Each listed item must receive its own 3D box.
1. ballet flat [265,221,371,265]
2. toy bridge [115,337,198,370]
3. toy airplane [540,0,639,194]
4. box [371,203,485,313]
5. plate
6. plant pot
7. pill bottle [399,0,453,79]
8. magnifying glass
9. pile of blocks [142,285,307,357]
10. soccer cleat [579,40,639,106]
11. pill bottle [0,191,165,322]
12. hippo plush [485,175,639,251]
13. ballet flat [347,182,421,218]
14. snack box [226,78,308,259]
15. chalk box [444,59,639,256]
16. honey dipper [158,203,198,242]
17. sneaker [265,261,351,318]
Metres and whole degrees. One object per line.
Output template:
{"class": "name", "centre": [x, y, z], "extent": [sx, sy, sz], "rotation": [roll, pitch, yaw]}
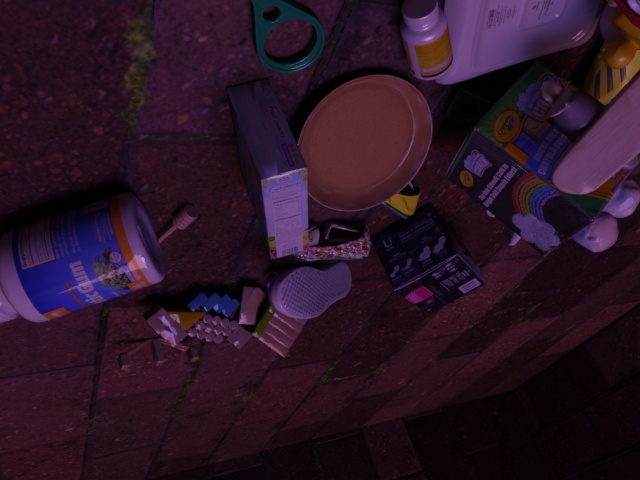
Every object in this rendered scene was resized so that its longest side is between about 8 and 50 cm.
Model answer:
{"class": "ballet flat", "centre": [0.000, 0.000, 1.208], "extent": [0.241, 0.091, 0.077], "rotation": [-5, 117, -34]}
{"class": "toy bridge", "centre": [-0.379, 0.258, 1.385], "extent": [0.188, 0.063, 0.026], "rotation": [1, 143, -37]}
{"class": "toy airplane", "centre": [0.486, -0.268, 0.784], "extent": [0.386, 0.272, 0.384], "rotation": [-11, 116, -6]}
{"class": "box", "centre": [0.251, 0.048, 1.365], "extent": [0.163, 0.142, 0.247], "rotation": [-32, 150, 16]}
{"class": "plate", "centre": [0.307, -0.346, 0.849], "extent": [0.278, 0.045, 0.277], "rotation": [-18, 151, -6]}
{"class": "plant pot", "centre": [0.068, -0.155, 0.958], "extent": [0.236, 0.032, 0.236], "rotation": [-12, 128, -16]}
{"class": "pill bottle", "centre": [0.145, -0.282, 0.828], "extent": [0.065, 0.065, 0.116], "rotation": [-25, 151, 7]}
{"class": "magnifying glass", "centre": [-0.066, -0.287, 0.731], "extent": [0.092, 0.026, 0.231], "rotation": [-27, 152, 11]}
{"class": "pile of blocks", "centre": [-0.212, 0.160, 1.320], "extent": [0.362, 0.149, 0.112], "rotation": [11, -179, -30]}
{"class": "soccer cleat", "centre": [0.503, -0.336, 0.974], "extent": [0.121, 0.093, 0.289], "rotation": [20, 144, -8]}
{"class": "pill bottle", "centre": [-0.394, 0.036, 0.922], "extent": [0.272, 0.152, 0.152], "rotation": [-20, 151, -4]}
{"class": "hippo plush", "centre": [0.460, -0.123, 1.212], "extent": [0.236, 0.234, 0.294], "rotation": [24, 173, -30]}
{"class": "ballet flat", "centre": [0.114, -0.103, 1.111], "extent": [0.231, 0.077, 0.077], "rotation": [17, 112, -49]}
{"class": "snack box", "centre": [-0.074, -0.099, 0.880], "extent": [0.070, 0.174, 0.207], "rotation": [-17, 151, -9]}
{"class": "chalk box", "centre": [0.339, -0.151, 0.989], "extent": [0.179, 0.289, 0.180], "rotation": [-45, 170, -17]}
{"class": "honey dipper", "centre": [-0.274, -0.009, 1.052], "extent": [0.161, 0.030, 0.030], "rotation": [-37, 147, 30]}
{"class": "sneaker", "centre": [-0.063, 0.101, 1.218], "extent": [0.161, 0.102, 0.282], "rotation": [-3, 180, 26]}
